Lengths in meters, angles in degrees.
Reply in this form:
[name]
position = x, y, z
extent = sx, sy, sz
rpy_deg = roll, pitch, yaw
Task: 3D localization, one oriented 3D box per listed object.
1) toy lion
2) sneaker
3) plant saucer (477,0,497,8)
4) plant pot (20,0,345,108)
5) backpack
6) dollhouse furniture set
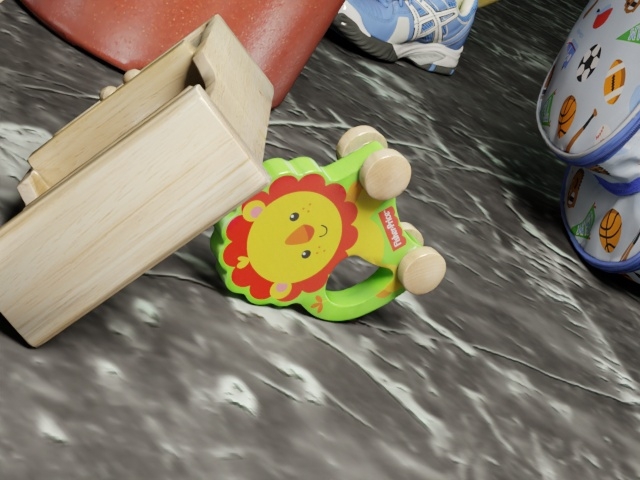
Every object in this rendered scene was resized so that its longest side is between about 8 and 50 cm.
[toy lion]
position = 0.000, 0.000, 0.622
extent = 0.034, 0.096, 0.100
rpy_deg = 52, -10, 49
[sneaker]
position = 0.069, -0.210, 1.243
extent = 0.080, 0.081, 0.211
rpy_deg = 40, 22, 28
[plant saucer]
position = 0.012, -0.314, 1.347
extent = 0.333, 0.081, 0.333
rpy_deg = 26, 11, 41
[plant pot]
position = -0.058, -0.243, 0.873
extent = 0.272, 0.265, 0.272
rpy_deg = 25, 19, -9
[backpack]
position = 0.271, -0.085, 0.930
extent = 0.213, 0.263, 0.276
rpy_deg = 20, 16, -6
[dollhouse furniture set]
position = -0.130, -0.107, 0.522
extent = 0.242, 0.212, 0.161
rpy_deg = 52, 12, -16
